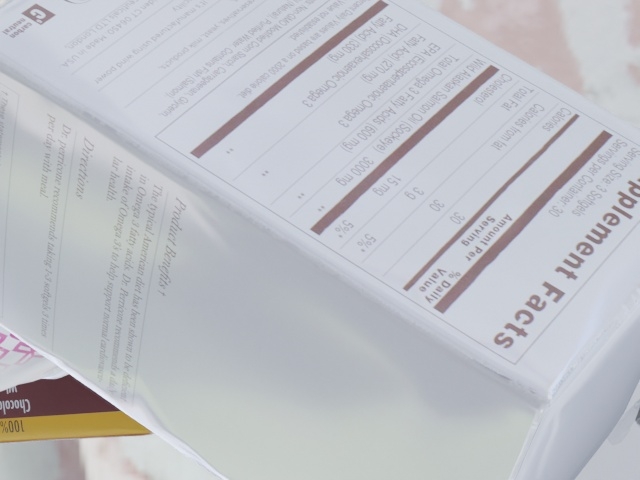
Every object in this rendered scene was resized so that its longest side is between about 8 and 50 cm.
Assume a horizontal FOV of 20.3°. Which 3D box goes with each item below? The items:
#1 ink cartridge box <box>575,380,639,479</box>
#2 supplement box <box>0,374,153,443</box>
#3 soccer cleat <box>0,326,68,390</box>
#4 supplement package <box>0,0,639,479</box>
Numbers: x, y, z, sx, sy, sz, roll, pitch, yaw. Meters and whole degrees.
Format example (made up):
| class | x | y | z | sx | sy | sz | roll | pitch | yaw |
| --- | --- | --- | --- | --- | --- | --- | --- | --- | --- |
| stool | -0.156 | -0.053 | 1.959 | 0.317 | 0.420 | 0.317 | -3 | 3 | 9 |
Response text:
| class | x | y | z | sx | sy | sz | roll | pitch | yaw |
| --- | --- | --- | --- | --- | --- | --- | --- | --- | --- |
| ink cartridge box | 0.237 | 0.154 | 0.993 | 0.273 | 0.114 | 0.197 | -27 | -151 | 14 |
| supplement box | -0.190 | 0.044 | 1.382 | 0.191 | 0.129 | 0.194 | -7 | -80 | 31 |
| soccer cleat | -0.060 | 0.018 | 0.869 | 0.116 | 0.331 | 0.143 | -7 | -68 | 53 |
| supplement package | 0.000 | 0.000 | 0.492 | 0.179 | 0.105 | 0.105 | 33 | -42 | 16 |
